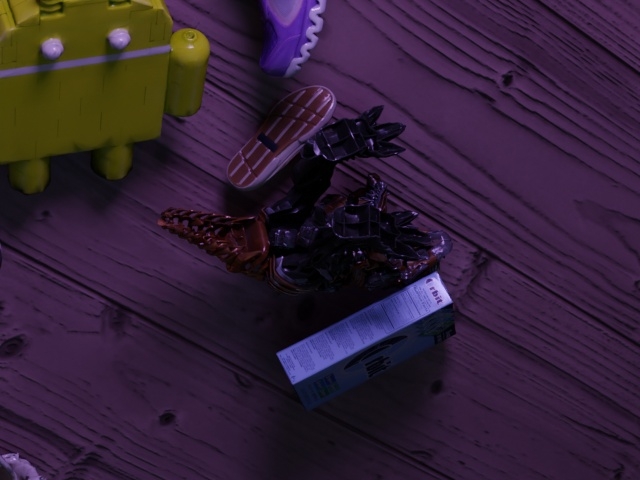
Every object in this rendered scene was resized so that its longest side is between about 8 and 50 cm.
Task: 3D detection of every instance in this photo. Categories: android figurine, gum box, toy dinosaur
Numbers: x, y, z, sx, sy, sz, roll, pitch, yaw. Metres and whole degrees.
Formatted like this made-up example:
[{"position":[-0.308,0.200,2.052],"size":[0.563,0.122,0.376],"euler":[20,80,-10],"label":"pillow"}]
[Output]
[{"position":[-0.223,-0.150,1.833],"size":[0.248,0.056,0.273],"euler":[-9,144,-20],"label":"android figurine"},{"position":[0.051,0.107,2.087],"size":[0.184,0.041,0.157],"euler":[-27,164,-2],"label":"gum box"},{"position":[0.000,0.000,1.986],"size":[0.322,0.164,0.218],"euler":[-19,163,-40],"label":"toy dinosaur"}]

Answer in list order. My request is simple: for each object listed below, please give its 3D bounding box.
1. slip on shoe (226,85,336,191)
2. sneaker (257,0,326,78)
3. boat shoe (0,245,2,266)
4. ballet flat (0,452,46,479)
[{"position":[-0.036,-0.099,1.992],"size":[0.135,0.051,0.041],"euler":[-48,158,3],"label":"slip on shoe"},{"position":[-0.042,-0.268,1.868],"size":[0.104,0.095,0.236],"euler":[4,113,-14],"label":"sneaker"},{"position":[-0.412,-0.007,1.832],"size":[0.112,0.095,0.335],"euler":[-27,144,19],"label":"boat shoe"},{"position":[-0.411,0.215,1.946],"size":[0.147,0.147,0.409],"euler":[-43,149,8],"label":"ballet flat"}]
